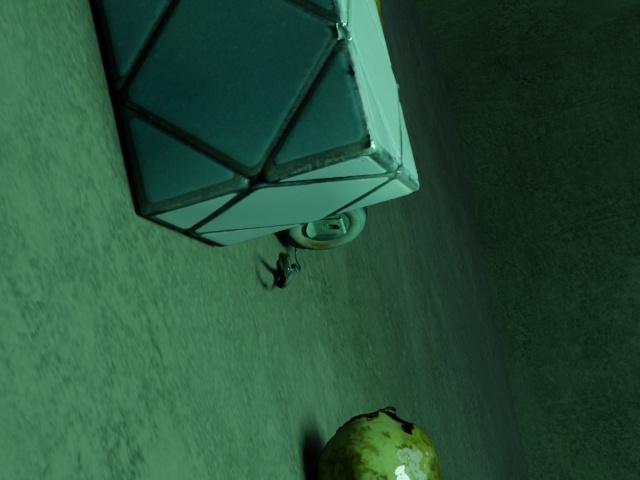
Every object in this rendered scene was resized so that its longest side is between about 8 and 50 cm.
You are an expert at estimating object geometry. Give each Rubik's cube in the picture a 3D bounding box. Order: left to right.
[{"bbox_3d":[-0.047,-0.125,1.197,0.207,0.205,0.205,33,42,-74],"label":"Rubik's cube"}]

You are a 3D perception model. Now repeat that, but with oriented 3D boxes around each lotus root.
[{"bbox_3d":[0.062,0.273,1.399,0.138,0.138,0.214,21,65,-75],"label":"lotus root"}]

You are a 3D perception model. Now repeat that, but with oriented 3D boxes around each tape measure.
[{"bbox_3d":[0.001,0.004,1.487,0.180,0.107,0.104,-95,168,-53],"label":"tape measure"}]

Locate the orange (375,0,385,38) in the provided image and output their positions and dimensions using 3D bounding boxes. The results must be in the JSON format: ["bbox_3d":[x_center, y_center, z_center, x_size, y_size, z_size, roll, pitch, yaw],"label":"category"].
[{"bbox_3d":[-0.027,-0.224,1.472,0.249,0.183,0.249,-15,90,-77],"label":"orange"}]
